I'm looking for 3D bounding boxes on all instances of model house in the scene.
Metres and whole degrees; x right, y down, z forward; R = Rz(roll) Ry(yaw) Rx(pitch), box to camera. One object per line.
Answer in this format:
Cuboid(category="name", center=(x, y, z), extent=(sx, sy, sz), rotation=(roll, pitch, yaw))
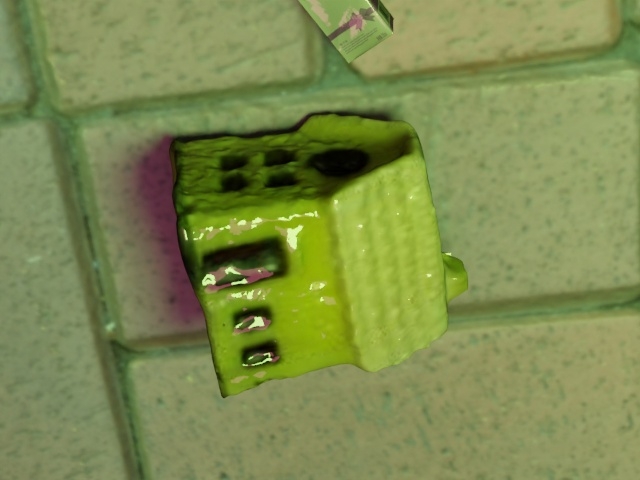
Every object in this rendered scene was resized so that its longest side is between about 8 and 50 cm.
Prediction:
Cuboid(category="model house", center=(0.000, 0.000, 1.445), extent=(0.234, 0.174, 0.193), rotation=(-13, 120, -4))

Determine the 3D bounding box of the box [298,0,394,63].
Cuboid(category="box", center=(0.008, -0.205, 1.381), extent=(0.051, 0.036, 0.117), rotation=(-34, 115, 18))
